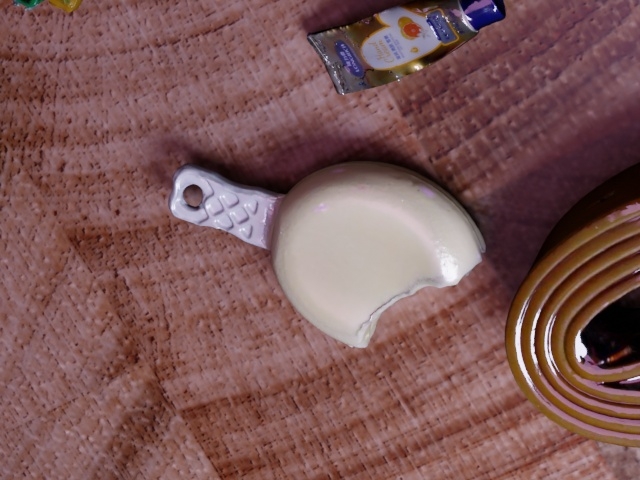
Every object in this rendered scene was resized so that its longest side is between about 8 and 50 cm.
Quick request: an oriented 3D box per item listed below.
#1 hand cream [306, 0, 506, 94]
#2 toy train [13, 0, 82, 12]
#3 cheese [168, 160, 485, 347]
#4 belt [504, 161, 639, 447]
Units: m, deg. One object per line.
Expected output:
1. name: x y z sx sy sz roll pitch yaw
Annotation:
1. hand cream: 0.069 -0.163 1.442 0.163 0.039 0.062 -20 120 25
2. toy train: -0.202 -0.271 1.428 0.091 0.136 0.228 33 119 2
3. cheese: 0.004 -0.019 1.500 0.249 0.071 0.163 37 117 1
4. belt: 0.312 0.040 1.399 0.338 0.122 0.217 -19 103 23
